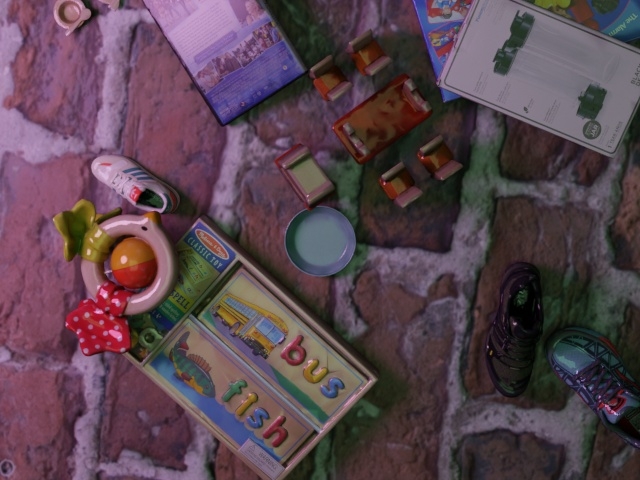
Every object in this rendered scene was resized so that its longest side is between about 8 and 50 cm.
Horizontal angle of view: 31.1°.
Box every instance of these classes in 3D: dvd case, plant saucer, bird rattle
[{"bbox_3d":[-0.157,-0.333,1.854,0.180,0.022,0.253,-29,96,25],"label":"dvd case"},{"bbox_3d":[0.000,0.000,1.918,0.119,0.021,0.119,1,100,4],"label":"plant saucer"},{"bbox_3d":[-0.328,0.053,1.857,0.207,0.143,0.253,-16,80,15],"label":"bird rattle"}]

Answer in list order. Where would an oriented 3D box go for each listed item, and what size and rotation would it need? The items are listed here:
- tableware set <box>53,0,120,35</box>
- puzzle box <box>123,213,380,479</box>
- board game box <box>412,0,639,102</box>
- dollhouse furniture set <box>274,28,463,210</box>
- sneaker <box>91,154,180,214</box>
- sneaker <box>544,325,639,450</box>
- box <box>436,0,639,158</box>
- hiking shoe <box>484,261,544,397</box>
[{"bbox_3d":[-0.403,-0.431,1.884,0.141,0.020,0.168,-39,94,10],"label":"tableware set"},{"bbox_3d":[-0.136,0.189,1.945,0.409,0.052,0.272,41,99,-2],"label":"puzzle box"},{"bbox_3d":[0.323,-0.381,1.800,0.347,0.078,0.233,-17,97,7],"label":"board game box"},{"bbox_3d":[0.057,-0.164,1.854,0.259,0.135,0.262,-35,95,-2],"label":"dollhouse furniture set"},{"bbox_3d":[-0.310,-0.092,1.902,0.161,0.075,0.057,31,100,-1],"label":"sneaker"},{"bbox_3d":[0.475,0.242,1.864,0.262,0.125,0.104,42,99,-3],"label":"sneaker"},{"bbox_3d":[0.338,-0.256,1.735,0.290,0.087,0.169,22,101,0],"label":"box"},{"bbox_3d":[0.315,0.153,1.868,0.086,0.114,0.227,4,99,5],"label":"hiking shoe"}]
